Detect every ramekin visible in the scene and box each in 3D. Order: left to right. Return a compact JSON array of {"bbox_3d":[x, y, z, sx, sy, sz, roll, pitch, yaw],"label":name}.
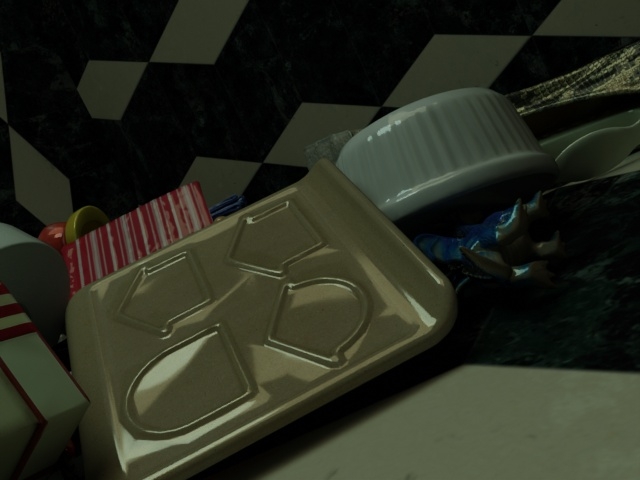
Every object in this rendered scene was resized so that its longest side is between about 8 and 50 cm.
[{"bbox_3d":[0.143,-0.082,0.897,0.273,0.127,0.273,-18,-12,-4],"label":"ramekin"}]

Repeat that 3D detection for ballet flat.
[{"bbox_3d":[0.297,-0.134,1.043,0.483,0.164,0.182,-20,36,29],"label":"ballet flat"}]

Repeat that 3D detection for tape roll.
[{"bbox_3d":[-0.496,0.161,0.989,0.392,0.072,0.392,-60,-10,-19],"label":"tape roll"}]

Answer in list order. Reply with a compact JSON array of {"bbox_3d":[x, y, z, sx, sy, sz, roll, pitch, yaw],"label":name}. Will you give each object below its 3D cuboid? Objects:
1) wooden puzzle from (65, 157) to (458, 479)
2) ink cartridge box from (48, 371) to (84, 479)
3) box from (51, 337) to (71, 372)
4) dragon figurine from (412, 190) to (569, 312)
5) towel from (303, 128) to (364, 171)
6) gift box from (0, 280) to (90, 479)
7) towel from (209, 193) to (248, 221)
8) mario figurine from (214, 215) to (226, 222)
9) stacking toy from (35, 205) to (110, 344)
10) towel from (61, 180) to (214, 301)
[{"bbox_3d":[-0.078,0.083,0.708,0.348,0.080,0.322,-31,35,-5],"label":"wooden puzzle"},{"bbox_3d":[-0.281,0.206,0.822,0.208,0.086,0.153,-27,9,-13],"label":"ink cartridge box"},{"bbox_3d":[-0.266,0.142,1.117,0.261,0.103,0.184,-33,7,-41],"label":"box"},{"bbox_3d":[0.144,0.020,0.689,0.144,0.085,0.289,-23,4,30],"label":"dragon figurine"},{"bbox_3d":[0.046,-0.151,1.683,0.049,0.187,0.282,-15,2,-26],"label":"towel"},{"bbox_3d":[-0.376,0.153,0.601,0.258,0.255,0.276,-17,-27,-53],"label":"gift box"},{"bbox_3d":[-0.245,0.026,1.558,0.243,0.040,0.336,-28,-18,-7],"label":"towel"},{"bbox_3d":[-0.237,0.023,1.347,0.321,0.170,0.198,-16,30,5],"label":"mario figurine"},{"bbox_3d":[-0.494,0.104,1.342,0.130,0.279,0.309,-11,13,20],"label":"stacking toy"},{"bbox_3d":[-0.305,0.018,1.212,0.275,0.031,0.199,-27,45,-1],"label":"towel"}]
